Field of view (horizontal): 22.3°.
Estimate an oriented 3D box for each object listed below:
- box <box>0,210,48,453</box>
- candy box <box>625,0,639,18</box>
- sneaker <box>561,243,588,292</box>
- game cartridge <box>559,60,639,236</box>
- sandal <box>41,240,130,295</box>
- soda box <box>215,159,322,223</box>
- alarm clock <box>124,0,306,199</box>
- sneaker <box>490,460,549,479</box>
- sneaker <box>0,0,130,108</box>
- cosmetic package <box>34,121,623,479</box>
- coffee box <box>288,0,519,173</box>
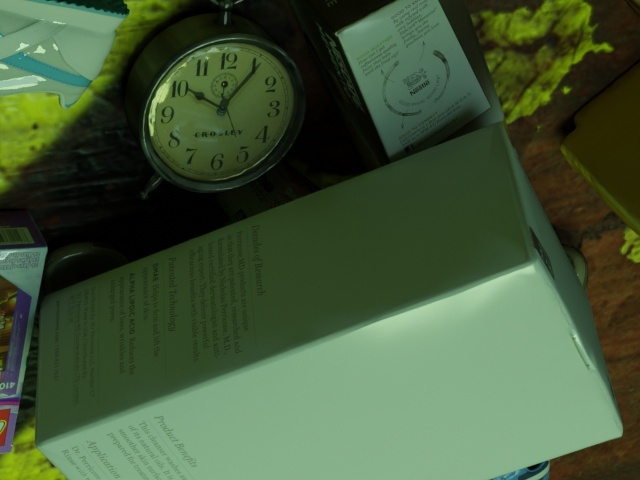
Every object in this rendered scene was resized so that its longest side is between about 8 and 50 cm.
[{"bbox_3d":[-0.362,0.078,1.195,0.293,0.057,0.201,-2,124,-28],"label":"box"},{"bbox_3d":[0.311,-0.168,1.293,0.053,0.187,0.109,-44,133,8],"label":"candy box"},{"bbox_3d":[0.215,0.075,1.522,0.071,0.066,0.188,-16,138,-40],"label":"sneaker"},{"bbox_3d":[0.380,-0.082,1.303,0.285,0.324,0.053,-39,130,3],"label":"game cartridge"},{"bbox_3d":[-0.171,0.072,1.301,0.072,0.049,0.180,-22,132,-13],"label":"sandal"},{"bbox_3d":[0.000,0.000,1.336,0.063,0.058,0.183,-45,132,8],"label":"soda box"},{"bbox_3d":[-0.077,-0.121,1.197,0.129,0.064,0.192,-4,124,-23],"label":"alarm clock"},{"bbox_3d":[0.169,0.235,1.614,0.144,0.053,0.059,-11,129,-33],"label":"sneaker"},{"bbox_3d":[-0.243,-0.144,1.074,0.228,0.087,0.092,10,120,-32],"label":"sneaker"},{"bbox_3d":[0.005,0.092,1.204,0.385,0.156,0.217,-20,133,11],"label":"cosmetic package"},{"bbox_3d":[0.063,-0.120,1.224,0.098,0.141,0.246,-30,134,-5],"label":"coffee box"}]
